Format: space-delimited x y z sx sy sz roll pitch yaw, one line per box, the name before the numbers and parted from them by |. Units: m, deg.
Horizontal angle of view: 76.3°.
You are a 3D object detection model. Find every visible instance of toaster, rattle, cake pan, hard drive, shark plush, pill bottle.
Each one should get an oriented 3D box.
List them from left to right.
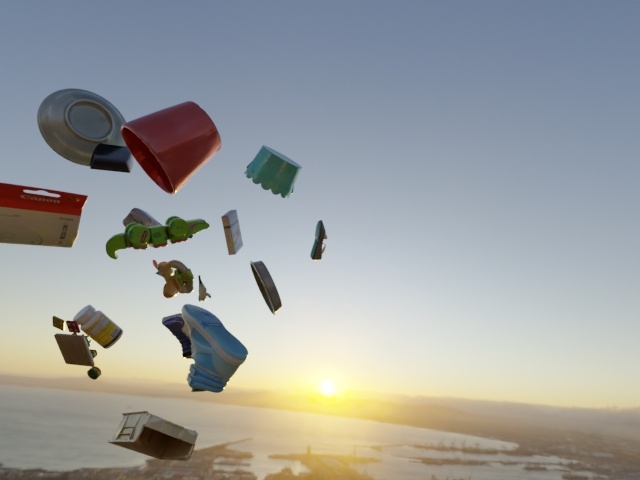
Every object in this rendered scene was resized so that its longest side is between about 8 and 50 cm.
pill bottle | -1.067 0.412 1.957 0.119 0.119 0.209 -13 -56 39
hard drive | -0.933 -0.374 1.832 0.171 0.255 0.054 3 -63 -24
toaster | -0.926 -0.068 2.173 0.146 0.129 0.227 34 -10 19
rattle | -0.543 0.135 1.391 0.199 0.143 0.130 20 -42 18
shark plush | -0.690 0.280 2.334 0.073 0.161 0.067 -28 27 -25
cake pan | -0.264 0.224 1.992 0.054 0.293 0.293 -23 -15 -16

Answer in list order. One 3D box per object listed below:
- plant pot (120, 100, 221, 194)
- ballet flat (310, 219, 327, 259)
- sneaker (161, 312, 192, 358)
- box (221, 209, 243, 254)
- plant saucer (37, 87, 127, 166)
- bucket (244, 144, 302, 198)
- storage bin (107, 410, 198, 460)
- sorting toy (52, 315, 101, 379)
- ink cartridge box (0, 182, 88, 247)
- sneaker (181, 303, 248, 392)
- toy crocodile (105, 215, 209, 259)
plant pot | -0.496 -0.334 1.403 0.275 0.243 0.275 36 -27 21
ballet flat | 0.000 0.000 2.081 0.068 0.213 0.072 7 14 -24
sneaker | -0.682 0.510 2.113 0.127 0.182 0.315 -17 -37 14
box | -0.417 -0.041 1.932 0.038 0.186 0.145 -5 16 6
plant saucer | -1.115 -0.558 1.958 0.400 0.401 0.100 22 -28 -38
bucket | -0.245 -0.369 2.174 0.281 0.183 0.281 30 13 -7
storage bin | -0.702 0.833 1.730 0.260 0.123 0.262 -21 -50 37
sorting toy | -0.906 0.391 1.518 0.132 0.275 0.046 0 23 16
ink cartridge box | -1.142 -0.087 1.642 0.308 0.091 0.385 7 -26 -38
sneaker | -0.388 0.356 1.307 0.319 0.208 0.127 33 5 38
toy crocodile | -0.551 -0.018 1.394 0.340 0.105 0.115 -14 14 -31
